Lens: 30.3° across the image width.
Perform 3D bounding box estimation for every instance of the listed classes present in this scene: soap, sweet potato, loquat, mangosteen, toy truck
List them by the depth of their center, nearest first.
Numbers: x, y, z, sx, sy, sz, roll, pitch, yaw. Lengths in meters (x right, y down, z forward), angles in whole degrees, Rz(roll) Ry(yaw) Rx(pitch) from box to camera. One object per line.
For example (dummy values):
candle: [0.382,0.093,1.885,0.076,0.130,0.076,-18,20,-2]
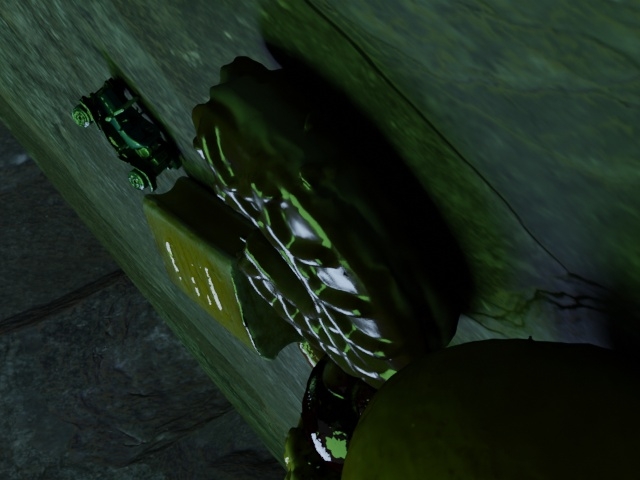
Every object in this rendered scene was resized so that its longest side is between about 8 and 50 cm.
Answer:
loquat: [0.146,0.204,0.825,0.275,0.275,0.275,45,167,14]
mangosteen: [0.067,0.189,1.322,0.184,0.172,0.172,-8,125,51]
toy truck: [-0.245,-0.145,1.564,0.154,0.080,0.078,50,140,-11]
soap: [-0.131,0.031,1.588,0.274,0.089,0.174,32,146,53]
sweet potato: [-0.026,0.115,1.652,0.214,0.050,0.050,56,165,-16]

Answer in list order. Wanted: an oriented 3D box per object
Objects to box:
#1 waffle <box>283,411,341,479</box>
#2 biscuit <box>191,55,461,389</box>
waffle: [0.120,0.351,1.472,0.379,0.095,0.382,26,-173,-3]
biscuit: [0.011,0.008,1.064,0.268,0.115,0.366,43,167,21]
